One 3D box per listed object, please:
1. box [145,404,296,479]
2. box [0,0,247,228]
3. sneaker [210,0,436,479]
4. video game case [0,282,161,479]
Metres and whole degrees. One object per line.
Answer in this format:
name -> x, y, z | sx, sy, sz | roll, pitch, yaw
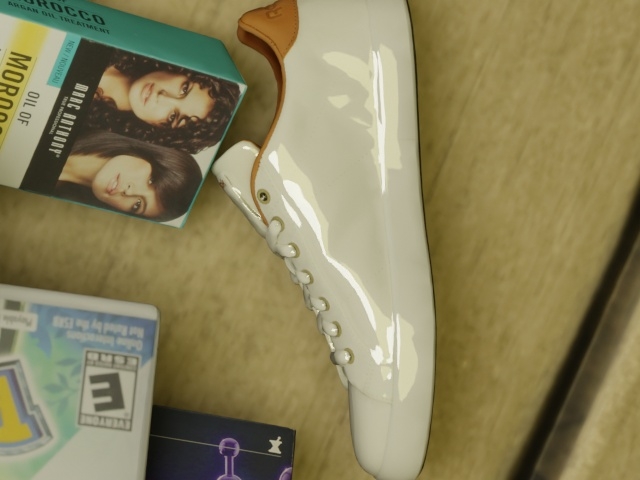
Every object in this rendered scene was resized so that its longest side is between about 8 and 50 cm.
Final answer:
box -> -0.156, 0.181, 1.000 | 0.261, 0.103, 0.184 | 10, 62, -12
box -> -0.172, -0.086, 0.984 | 0.244, 0.060, 0.100 | 14, 116, -27
sneaker -> 0.000, 0.000, 1.055 | 0.123, 0.106, 0.290 | -5, 84, -6
video game case -> -0.255, 0.155, 0.900 | 0.329, 0.036, 0.300 | 9, 70, -13
